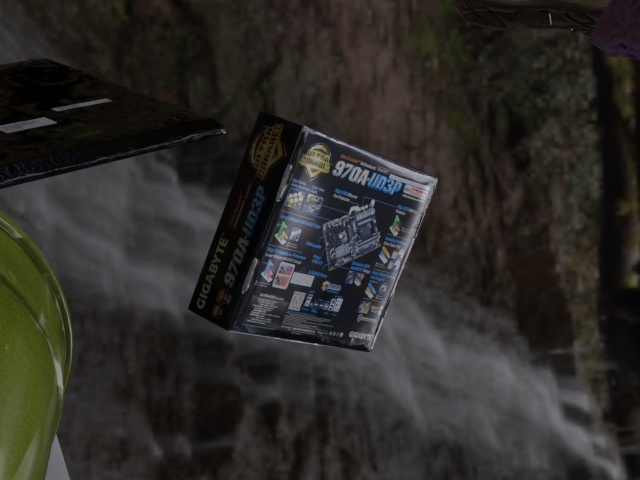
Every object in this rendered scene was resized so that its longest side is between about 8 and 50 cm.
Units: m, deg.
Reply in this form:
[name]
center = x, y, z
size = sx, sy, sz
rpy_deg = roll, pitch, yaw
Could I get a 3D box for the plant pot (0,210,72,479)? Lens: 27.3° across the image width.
[plant pot]
center = -0.355, 0.183, 0.955
size = 0.353, 0.366, 0.367
rpy_deg = -112, -159, -55

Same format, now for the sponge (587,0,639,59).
[sponge]
center = 0.262, -0.173, 0.875
size = 0.117, 0.031, 0.210
rpy_deg = -60, -160, 1

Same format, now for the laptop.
[laptop]
center = -0.235, -0.027, 0.797
size = 0.264, 0.234, 0.137
rpy_deg = 22, -63, 33

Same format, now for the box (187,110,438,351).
[box]
center = 0.000, 0.000, 1.129
size = 0.051, 0.220, 0.175
rpy_deg = 24, -84, 35

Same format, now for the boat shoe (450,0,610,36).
[boat shoe]
center = 0.349, -0.342, 1.725
size = 0.132, 0.355, 0.130
rpy_deg = 48, 52, -78

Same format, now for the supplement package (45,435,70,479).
[supplement package]
center = -0.385, 0.358, 1.542
size = 0.134, 0.139, 0.244
rpy_deg = 60, -42, 46
